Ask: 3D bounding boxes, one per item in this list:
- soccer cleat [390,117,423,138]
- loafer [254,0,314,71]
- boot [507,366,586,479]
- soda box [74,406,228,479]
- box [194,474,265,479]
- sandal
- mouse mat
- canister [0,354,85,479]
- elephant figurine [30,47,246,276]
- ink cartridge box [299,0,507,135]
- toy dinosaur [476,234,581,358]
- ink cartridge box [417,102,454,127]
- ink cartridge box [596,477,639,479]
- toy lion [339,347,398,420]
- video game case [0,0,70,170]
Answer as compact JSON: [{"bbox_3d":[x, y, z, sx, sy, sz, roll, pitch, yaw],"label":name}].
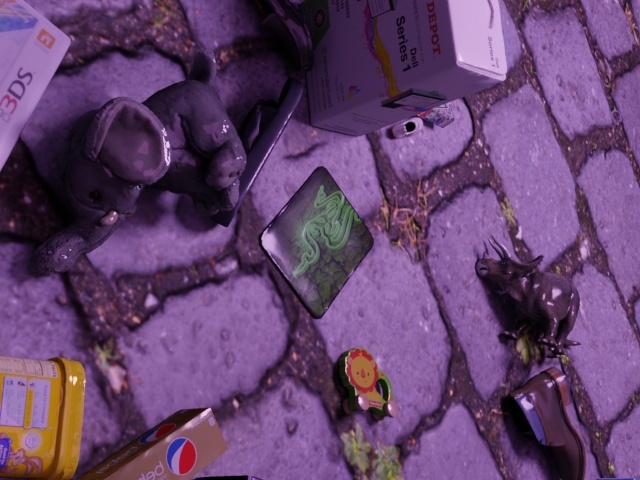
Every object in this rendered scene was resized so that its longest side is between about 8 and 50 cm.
[{"bbox_3d":[0.149,-0.186,1.472,0.083,0.035,0.029,-23,95,-46],"label":"soccer cleat"},{"bbox_3d":[-0.062,-0.318,1.292,0.061,0.062,0.170,-26,95,-23],"label":"loafer"},{"bbox_3d":[0.386,0.338,1.554,0.106,0.082,0.219,-17,95,-24],"label":"boot"},{"bbox_3d":[-0.191,0.253,0.991,0.181,0.061,0.058,-31,101,-45],"label":"soda box"},{"bbox_3d":[-0.055,0.376,1.059,0.207,0.108,0.153,28,59,-36],"label":"box"},{"bbox_3d":[-0.088,-0.133,1.189,0.054,0.097,0.254,29,54,-5],"label":"sandal"},{"bbox_3d":[0.000,0.000,1.294,0.152,0.007,0.189,54,47,-19],"label":"mouse mat"},{"bbox_3d":[-0.325,0.169,0.874,0.170,0.073,0.126,15,68,-40],"label":"canister"},{"bbox_3d":[-0.217,-0.090,1.011,0.239,0.169,0.186,-9,56,-30],"label":"elephant figurine"},{"bbox_3d":[0.111,-0.289,1.290,0.117,0.278,0.201,5,75,-45],"label":"ink cartridge box"},{"bbox_3d":[0.409,0.117,1.590,0.313,0.121,0.160,25,75,-33],"label":"toy dinosaur"},{"bbox_3d":[0.174,-0.237,1.507,0.115,0.029,0.063,17,52,-42],"label":"ink cartridge box"},{"bbox_3d":[0.586,0.552,1.665,0.148,0.086,0.203,23,64,-39],"label":"ink cartridge box"},{"bbox_3d":[0.066,0.203,1.288,0.100,0.034,0.096,22,56,-40],"label":"toy lion"},{"bbox_3d":[-0.431,-0.200,0.873,0.329,0.036,0.300,39,47,-30],"label":"video game case"}]
